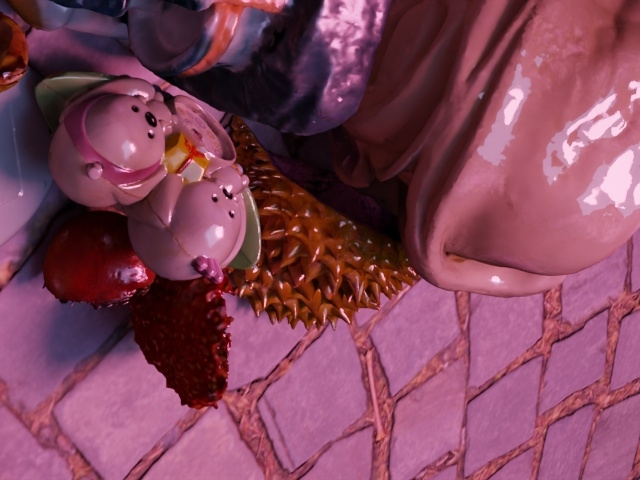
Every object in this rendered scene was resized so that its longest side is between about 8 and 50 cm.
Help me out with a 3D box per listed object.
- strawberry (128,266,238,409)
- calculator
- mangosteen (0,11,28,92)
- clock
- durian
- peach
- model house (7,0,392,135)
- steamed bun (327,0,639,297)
[{"bbox_3d":[-0.119,0.047,1.408,0.087,0.208,0.167,10,100,-10],"label":"strawberry"},{"bbox_3d":[-0.312,-0.039,1.229,0.295,0.042,0.184,-30,130,-38],"label":"calculator"},{"bbox_3d":[-0.280,-0.168,1.100,0.166,0.166,0.180,-54,145,-14],"label":"mangosteen"},{"bbox_3d":[-0.132,-0.051,1.298,0.231,0.144,0.103,41,109,-19],"label":"clock"},{"bbox_3d":[0.003,0.014,1.579,0.260,0.154,0.186,6,130,-43],"label":"durian"},{"bbox_3d":[-0.184,0.011,1.368,0.098,0.098,0.061,-34,131,-33],"label":"peach"},{"bbox_3d":[-0.127,-0.197,1.203,0.291,0.253,0.185,6,107,-45],"label":"model house"},{"bbox_3d":[0.139,-0.128,1.469,0.255,0.368,0.342,7,130,-32],"label":"steamed bun"}]
